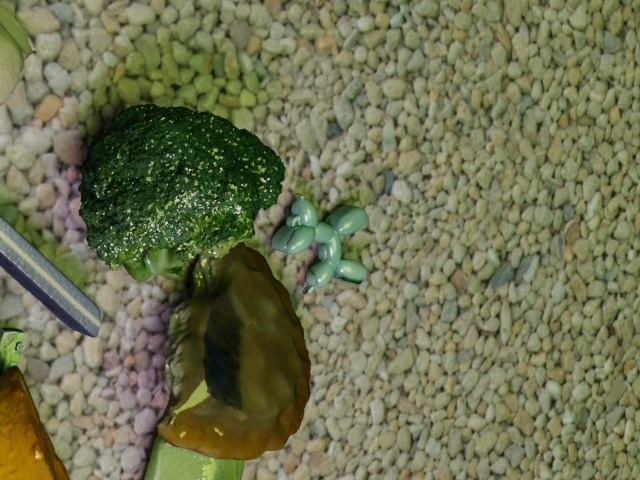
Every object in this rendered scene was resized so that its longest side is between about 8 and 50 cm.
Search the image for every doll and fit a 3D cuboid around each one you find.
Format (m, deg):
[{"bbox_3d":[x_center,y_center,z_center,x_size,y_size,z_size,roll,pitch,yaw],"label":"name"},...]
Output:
[{"bbox_3d":[0.000,0.000,2.033,0.158,0.059,0.159,-16,109,-34],"label":"doll"}]

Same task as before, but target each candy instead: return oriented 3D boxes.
[{"bbox_3d":[-0.205,0.437,1.931,0.142,0.132,0.343,1,103,-80],"label":"candy"}]

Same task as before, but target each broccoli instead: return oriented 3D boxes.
[{"bbox_3d":[-0.194,-0.055,1.781,0.294,0.265,0.245,-41,158,-31],"label":"broccoli"}]

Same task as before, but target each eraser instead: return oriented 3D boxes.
[{"bbox_3d":[-0.371,0.043,1.750,0.036,0.082,0.225,-54,125,-18],"label":"eraser"}]

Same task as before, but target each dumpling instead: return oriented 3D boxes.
[{"bbox_3d":[-0.448,-0.222,1.621,0.216,0.126,0.166,-47,107,-17],"label":"dumpling"}]

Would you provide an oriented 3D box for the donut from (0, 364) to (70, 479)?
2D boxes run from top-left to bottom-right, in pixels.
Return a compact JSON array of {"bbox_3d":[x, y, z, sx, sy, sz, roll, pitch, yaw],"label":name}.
[{"bbox_3d":[-0.374,0.311,1.689,0.110,0.303,0.303,-21,112,-11],"label":"donut"}]

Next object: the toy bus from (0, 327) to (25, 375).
[{"bbox_3d":[-0.415,0.156,1.771,0.037,0.031,0.083,13,92,-31],"label":"toy bus"}]

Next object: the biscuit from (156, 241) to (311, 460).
[{"bbox_3d":[-0.124,0.143,1.896,0.329,0.078,0.335,-3,80,-55],"label":"biscuit"}]
